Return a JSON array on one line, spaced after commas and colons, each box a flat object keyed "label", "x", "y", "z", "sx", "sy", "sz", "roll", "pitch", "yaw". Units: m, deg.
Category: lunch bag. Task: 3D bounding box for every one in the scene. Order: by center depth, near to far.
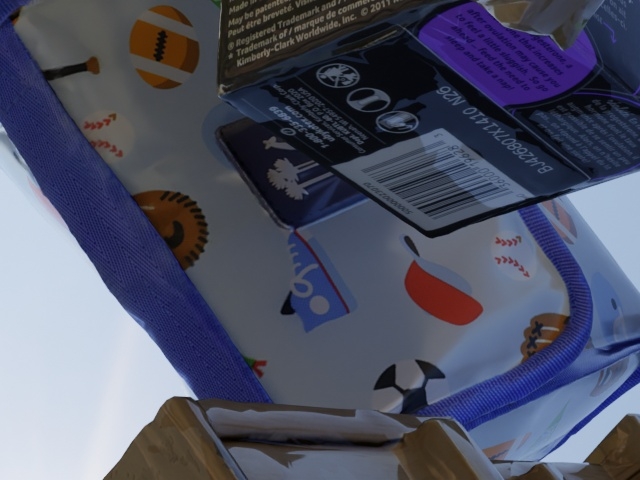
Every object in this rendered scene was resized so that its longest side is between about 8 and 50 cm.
[{"label": "lunch bag", "x": 0.000, "y": 0.000, "z": 1.094, "sx": 0.239, "sy": 0.385, "sz": 0.328, "roll": -43, "pitch": -108, "yaw": 20}]

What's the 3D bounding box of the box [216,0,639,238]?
[{"label": "box", "x": 0.061, "y": -0.164, "z": 0.866, "sx": 0.143, "sy": 0.165, "sz": 0.270, "roll": -18, "pitch": -125, "yaw": 33}]

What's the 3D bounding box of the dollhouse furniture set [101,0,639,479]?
[{"label": "dollhouse furniture set", "x": 0.156, "y": 0.011, "z": 0.505, "sx": 0.394, "sy": 0.256, "sz": 0.362, "roll": -52, "pitch": -124, "yaw": 21}]
